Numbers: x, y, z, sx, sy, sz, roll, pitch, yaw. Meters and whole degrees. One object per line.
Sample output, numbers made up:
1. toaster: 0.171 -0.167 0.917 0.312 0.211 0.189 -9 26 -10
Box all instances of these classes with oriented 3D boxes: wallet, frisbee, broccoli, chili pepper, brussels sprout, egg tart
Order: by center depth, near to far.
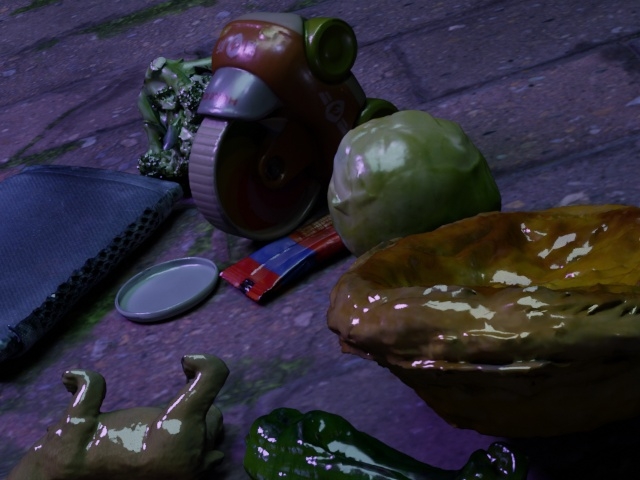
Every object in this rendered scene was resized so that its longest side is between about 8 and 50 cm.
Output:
1. chili pepper: 0.034 0.168 1.060 0.257 0.074 0.100 8 34 34
2. egg tart: 0.168 0.059 1.062 0.341 0.129 0.341 -8 9 1
3. brussels sprout: 0.086 -0.035 1.336 0.151 0.149 0.122 -52 37 20
4. frisbee: -0.154 0.049 1.463 0.110 0.014 0.110 -15 25 7
5. wallet: -0.326 0.025 1.560 0.237 0.075 0.342 5 32 28
6. broccoli: -0.129 -0.143 1.668 0.156 0.195 0.195 25 39 8

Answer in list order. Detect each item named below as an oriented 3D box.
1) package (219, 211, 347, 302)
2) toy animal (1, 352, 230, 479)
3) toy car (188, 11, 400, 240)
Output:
1. package: 0.000 0.000 1.449 0.200 0.022 0.083 -30 28 -19
2. toy animal: -0.171 0.168 1.182 0.219 0.103 0.101 -7 52 13
3. toy car: -0.049 -0.108 1.496 0.145 0.235 0.235 11 39 46
